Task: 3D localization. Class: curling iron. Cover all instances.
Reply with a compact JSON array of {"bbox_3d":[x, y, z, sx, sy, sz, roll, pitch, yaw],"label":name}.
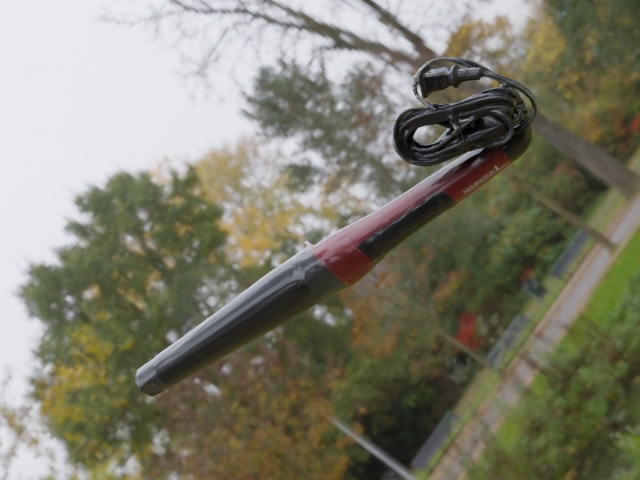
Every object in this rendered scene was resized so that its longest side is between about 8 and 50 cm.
[{"bbox_3d":[0.000,0.000,0.645,0.274,0.068,0.035,-40,7,22],"label":"curling iron"}]
